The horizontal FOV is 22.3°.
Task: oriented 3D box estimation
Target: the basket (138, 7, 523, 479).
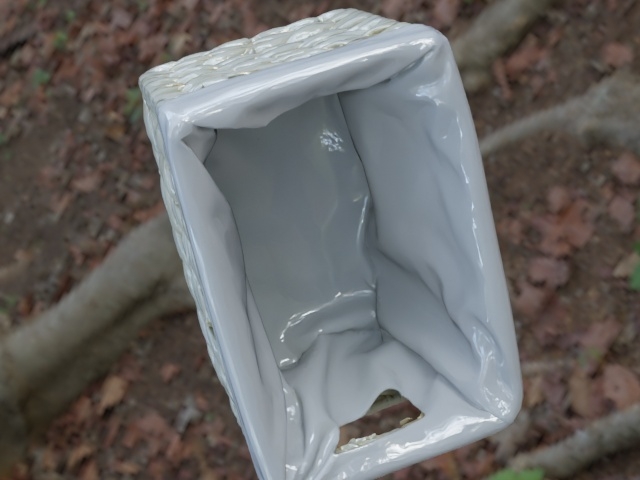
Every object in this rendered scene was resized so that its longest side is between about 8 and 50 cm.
[{"bbox_3d":[0.000,0.000,0.645,0.113,0.167,0.103,-19,21,-12],"label":"basket"}]
